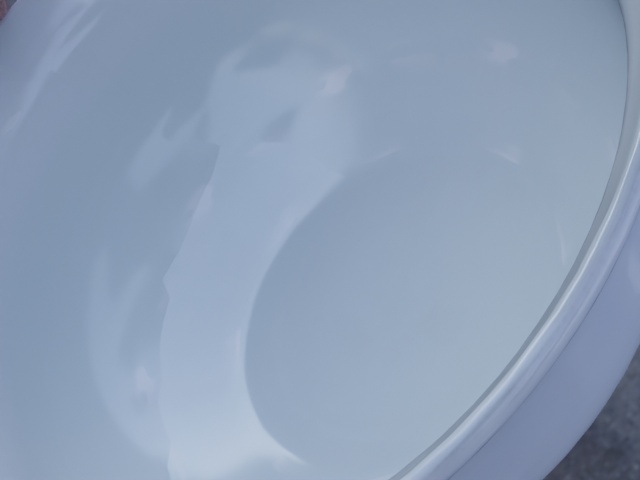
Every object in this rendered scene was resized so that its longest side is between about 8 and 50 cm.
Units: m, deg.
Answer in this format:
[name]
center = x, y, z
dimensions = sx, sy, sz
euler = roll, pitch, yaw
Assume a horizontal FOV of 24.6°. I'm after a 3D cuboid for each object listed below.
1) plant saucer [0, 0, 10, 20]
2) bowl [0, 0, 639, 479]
[plant saucer]
center = -0.179, -0.180, 0.575
dimensions = 0.047, 0.258, 0.259
euler = -22, 91, -10
[bowl]
center = 0.000, 0.000, 0.495
dimensions = 0.134, 0.297, 0.298
euler = 43, 25, -44
